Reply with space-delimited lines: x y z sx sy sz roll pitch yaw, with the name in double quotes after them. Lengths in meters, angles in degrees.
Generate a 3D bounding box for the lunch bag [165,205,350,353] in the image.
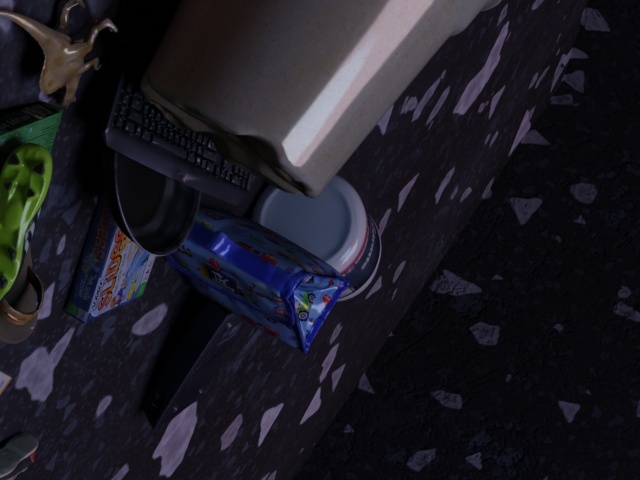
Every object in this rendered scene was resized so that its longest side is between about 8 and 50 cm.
-0.103 0.031 1.596 0.138 0.221 0.293 -59 165 -7 "lunch bag"

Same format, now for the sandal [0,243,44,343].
-0.330 0.057 1.244 0.072 0.049 0.180 -47 159 -41 "sandal"

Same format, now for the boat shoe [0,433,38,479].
-0.404 0.286 1.427 0.043 0.049 0.137 -64 169 18 "boat shoe"

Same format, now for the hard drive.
-0.189 0.180 1.840 0.254 0.054 0.172 -57 168 25 "hard drive"

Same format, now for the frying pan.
-0.174 -0.113 1.374 0.326 0.053 0.197 -57 141 -53 "frying pan"

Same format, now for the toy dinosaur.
-0.244 -0.185 1.085 0.092 0.053 0.183 -55 164 -15 "toy dinosaur"

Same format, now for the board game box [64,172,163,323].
-0.245 -0.004 1.431 0.136 0.035 0.201 -30 146 -62 "board game box"

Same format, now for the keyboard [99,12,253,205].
-0.144 -0.167 1.335 0.317 0.033 0.201 25 73 -64 "keyboard"

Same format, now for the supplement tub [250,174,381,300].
0.000 0.000 1.924 0.191 0.191 0.272 -59 164 -5 "supplement tub"

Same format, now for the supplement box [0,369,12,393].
-0.378 0.135 1.206 0.036 0.062 0.098 -56 163 -12 "supplement box"

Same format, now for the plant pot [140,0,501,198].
-0.020 -0.226 1.203 0.305 0.334 0.334 -58 164 -6 "plant pot"

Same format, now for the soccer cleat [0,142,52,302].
-0.296 -0.007 1.065 0.072 0.060 0.178 -140 -105 -84 "soccer cleat"

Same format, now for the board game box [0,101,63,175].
-0.327 -0.042 1.048 0.259 0.030 0.136 -47 159 -68 "board game box"
